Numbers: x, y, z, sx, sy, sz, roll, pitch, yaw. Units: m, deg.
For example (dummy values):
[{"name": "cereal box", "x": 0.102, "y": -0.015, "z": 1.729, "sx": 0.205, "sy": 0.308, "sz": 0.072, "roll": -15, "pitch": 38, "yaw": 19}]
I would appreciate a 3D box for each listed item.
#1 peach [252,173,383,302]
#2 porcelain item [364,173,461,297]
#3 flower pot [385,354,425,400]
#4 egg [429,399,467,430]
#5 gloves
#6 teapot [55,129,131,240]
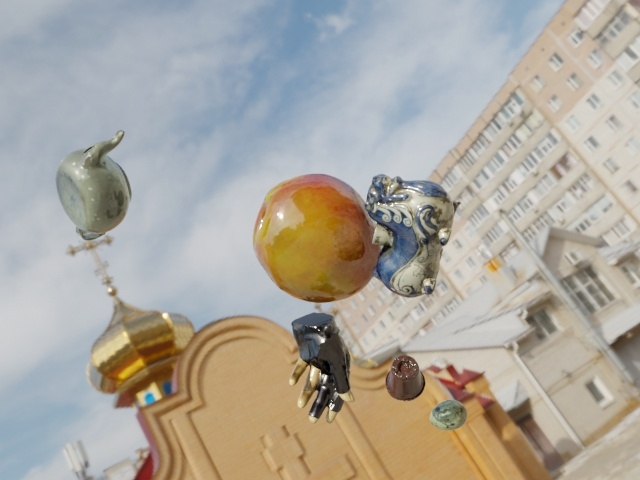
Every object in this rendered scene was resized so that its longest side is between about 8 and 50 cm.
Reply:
[{"name": "peach", "x": 0.000, "y": 0.000, "z": 1.558, "sx": 0.308, "sy": 0.332, "sz": 0.308, "roll": -155, "pitch": 90, "yaw": -82}, {"name": "porcelain item", "x": 0.174, "y": -0.005, "z": 1.333, "sx": 0.288, "sy": 0.186, "sz": 0.138, "roll": 96, "pitch": -167, "yaw": -44}, {"name": "flower pot", "x": 0.227, "y": 0.360, "z": 1.711, "sx": 0.111, "sy": 0.111, "sz": 0.089, "roll": -27, "pitch": -38, "yaw": -16}, {"name": "egg", "x": 0.368, "y": 0.505, "z": 1.845, "sx": 0.110, "sy": 0.085, "sz": 0.085, "roll": -22, "pitch": -17, "yaw": 17}, {"name": "gloves", "x": 0.012, "y": 0.351, "z": 1.744, "sx": 0.152, "sy": 0.301, "sz": 0.197, "roll": 4, "pitch": 0, "yaw": -44}, {"name": "teapot", "x": -0.507, "y": -0.113, "z": 1.447, "sx": 0.129, "sy": 0.193, "sz": 0.294, "roll": -26, "pitch": -32, "yaw": -38}]
